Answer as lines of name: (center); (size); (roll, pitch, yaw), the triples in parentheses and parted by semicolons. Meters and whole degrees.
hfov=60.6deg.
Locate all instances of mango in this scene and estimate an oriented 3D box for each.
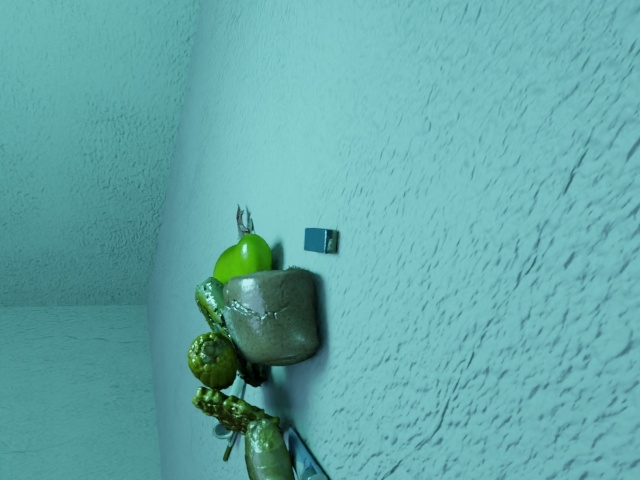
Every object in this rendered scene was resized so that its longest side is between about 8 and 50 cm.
mango: (-0.220, 0.083, 1.599); (0.175, 0.143, 0.293); (62, 145, 14)

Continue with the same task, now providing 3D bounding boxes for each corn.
corn: (-0.274, 0.321, 1.417); (0.363, 0.121, 0.120); (102, 160, -64)

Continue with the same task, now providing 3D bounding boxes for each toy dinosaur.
toy dinosaur: (-0.246, -0.027, 1.796); (0.108, 0.032, 0.220); (-49, 55, 49)

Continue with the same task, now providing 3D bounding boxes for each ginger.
ginger: (-0.111, 0.550, 1.284); (0.116, 0.109, 0.262); (-41, 50, 17)

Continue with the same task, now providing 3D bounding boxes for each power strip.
power strip: (0.000, 0.000, 1.258); (0.123, 0.032, 0.056); (-173, 85, -65)

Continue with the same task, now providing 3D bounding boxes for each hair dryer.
hair dryer: (-0.302, 0.529, 1.828); (0.131, 0.073, 0.236); (-108, 35, -65)

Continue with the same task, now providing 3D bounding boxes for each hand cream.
hand cream: (-0.038, 0.528, 1.295); (0.256, 0.055, 0.088); (-158, 64, -71)

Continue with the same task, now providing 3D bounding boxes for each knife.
knife: (-0.314, 0.689, 1.905); (0.046, 0.022, 0.256); (-107, 30, -47)

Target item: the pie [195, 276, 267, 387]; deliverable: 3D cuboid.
pie: (-0.272, 0.259, 1.605); (0.296, 0.078, 0.371); (30, 143, 56)

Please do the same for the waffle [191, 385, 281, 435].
waffle: (-0.227, 0.473, 1.477); (0.291, 0.291, 0.051); (-42, 20, 57)

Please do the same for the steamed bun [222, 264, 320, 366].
steamed bun: (-0.140, 0.184, 1.350); (0.301, 0.199, 0.251); (159, 110, -63)
